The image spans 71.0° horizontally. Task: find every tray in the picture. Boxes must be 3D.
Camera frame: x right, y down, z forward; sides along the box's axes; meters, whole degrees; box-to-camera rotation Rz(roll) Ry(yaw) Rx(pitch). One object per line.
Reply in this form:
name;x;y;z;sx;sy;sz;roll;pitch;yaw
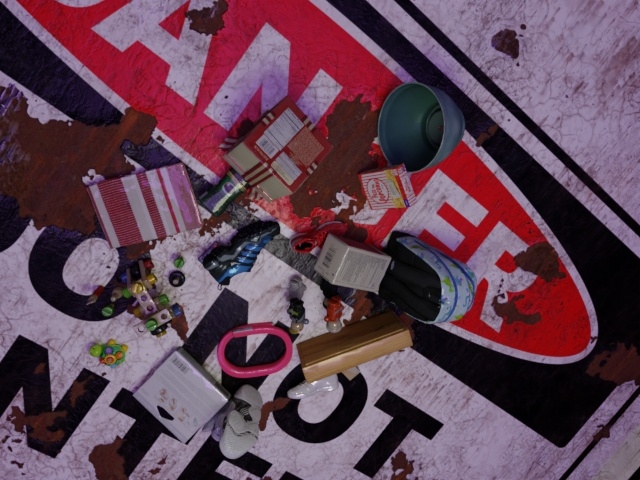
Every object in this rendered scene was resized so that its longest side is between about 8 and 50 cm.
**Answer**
tray;0.120;0.396;1.712;0.410;0.203;0.076;-18;105;-5

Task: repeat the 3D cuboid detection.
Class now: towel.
towel;-0.595;-0.118;1.541;0.328;0.037;0.237;-14;108;-5

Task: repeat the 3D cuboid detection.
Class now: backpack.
backpack;0.383;0.151;1.621;0.273;0.355;0.291;7;102;-13

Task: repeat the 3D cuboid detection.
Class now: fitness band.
fitness band;-0.252;0.424;1.735;0.290;0.054;0.209;-5;108;-8

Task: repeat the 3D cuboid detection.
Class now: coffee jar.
coffee jar;-0.325;-0.173;1.552;0.184;0.079;0.096;-42;108;2

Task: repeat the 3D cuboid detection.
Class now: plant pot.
plant pot;0.368;-0.386;1.543;0.196;0.293;0.294;-11;108;-36

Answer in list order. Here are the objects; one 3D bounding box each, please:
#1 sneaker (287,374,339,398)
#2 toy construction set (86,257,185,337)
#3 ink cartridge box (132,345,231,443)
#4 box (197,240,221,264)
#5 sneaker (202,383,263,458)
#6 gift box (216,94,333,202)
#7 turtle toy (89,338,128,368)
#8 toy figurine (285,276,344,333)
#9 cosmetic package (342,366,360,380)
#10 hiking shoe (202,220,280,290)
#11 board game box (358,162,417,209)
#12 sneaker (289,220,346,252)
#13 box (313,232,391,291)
sneaker;-0.035;0.569;1.805;0.212;0.080;0.094;-11;94;-15
toy construction set;-0.620;0.210;1.512;0.308;0.237;0.258;-2;104;-9
ink cartridge box;-0.518;0.580;1.686;0.275;0.060;0.239;45;94;-3
box;-0.365;0.081;1.636;0.094;0.027;0.137;-44;107;2
sneaker;-0.330;0.695;1.632;0.137;0.366;0.210;43;100;-7
gift box;-0.165;-0.278;1.453;0.276;0.258;0.255;-46;107;-19
turtle toy;-0.769;0.413;1.625;0.130;0.066;0.095;30;97;-16
toy figurine;-0.022;0.239;1.648;0.209;0.213;0.148;-4;121;-6
cosmetic package;0.102;0.506;1.822;0.060;0.041;0.115;-42;107;2
hiking shoe;-0.266;0.041;1.601;0.303;0.113;0.132;-32;119;-11
board game box;0.236;-0.187;1.596;0.045;0.193;0.147;-35;110;-33
sneaker;0.000;0.000;1.630;0.221;0.128;0.087;-22;107;-4
box;0.117;0.083;1.629;0.232;0.126;0.149;15;103;-40
